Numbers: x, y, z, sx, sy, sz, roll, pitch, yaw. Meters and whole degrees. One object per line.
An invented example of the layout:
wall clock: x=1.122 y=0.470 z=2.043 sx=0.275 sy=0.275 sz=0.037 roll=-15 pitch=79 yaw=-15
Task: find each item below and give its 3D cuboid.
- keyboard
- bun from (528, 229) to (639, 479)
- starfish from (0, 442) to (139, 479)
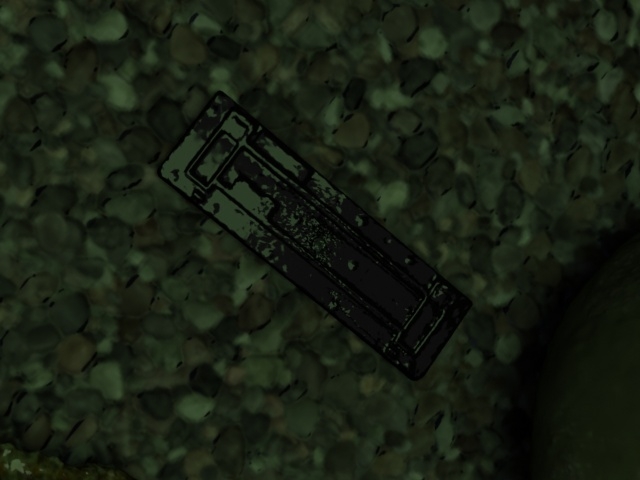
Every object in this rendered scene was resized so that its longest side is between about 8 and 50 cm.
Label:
keyboard: x=0.000 y=0.000 z=0.874 sx=0.204 sy=0.013 sz=0.061 roll=39 pitch=80 yaw=-19
bun: x=0.307 y=0.132 z=0.873 sx=0.365 sy=0.219 sz=0.365 roll=6 pitch=76 yaw=-22
starfish: x=-0.239 y=0.117 z=0.767 sx=0.358 sy=0.078 sz=0.347 roll=-2 pitch=93 yaw=-20
